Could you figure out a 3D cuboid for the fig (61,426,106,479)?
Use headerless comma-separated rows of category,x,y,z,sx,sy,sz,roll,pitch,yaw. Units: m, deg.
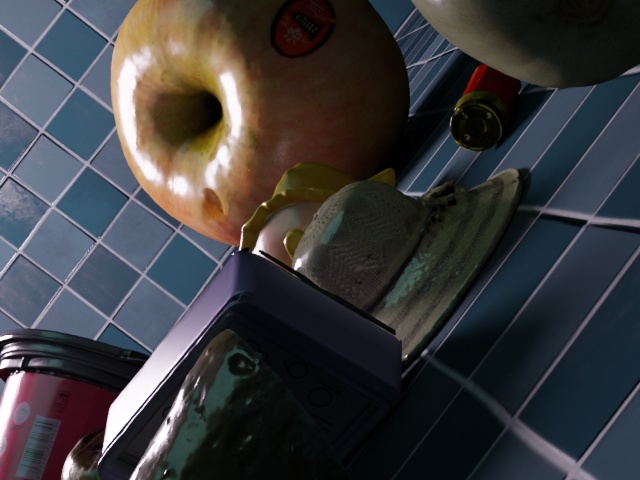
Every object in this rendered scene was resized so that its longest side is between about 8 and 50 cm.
fig,-0.134,0.225,1.227,0.144,0.154,0.165,-24,57,46

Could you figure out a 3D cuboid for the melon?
melon,0.163,-0.237,1.003,0.272,0.272,0.308,-51,-2,17

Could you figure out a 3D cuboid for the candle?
candle,0.156,-0.130,1.388,0.052,0.052,0.130,-49,6,32

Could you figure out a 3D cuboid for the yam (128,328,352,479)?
yam,-0.095,0.225,0.918,0.330,0.133,0.133,-58,7,-11

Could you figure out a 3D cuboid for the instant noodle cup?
instant noodle cup,-0.215,0.216,1.399,0.302,0.258,0.181,135,157,-66

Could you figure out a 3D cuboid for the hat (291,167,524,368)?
hat,0.039,0.013,1.174,0.252,0.110,0.252,-51,7,9

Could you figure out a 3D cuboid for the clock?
clock,-0.049,0.118,1.055,0.193,0.145,0.073,-50,18,26

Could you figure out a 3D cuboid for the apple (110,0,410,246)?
apple,-0.075,-0.191,1.924,0.391,0.391,0.346,-49,-14,33

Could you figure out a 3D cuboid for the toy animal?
toy animal,-0.002,0.004,1.448,0.156,0.156,0.230,-50,-3,22
